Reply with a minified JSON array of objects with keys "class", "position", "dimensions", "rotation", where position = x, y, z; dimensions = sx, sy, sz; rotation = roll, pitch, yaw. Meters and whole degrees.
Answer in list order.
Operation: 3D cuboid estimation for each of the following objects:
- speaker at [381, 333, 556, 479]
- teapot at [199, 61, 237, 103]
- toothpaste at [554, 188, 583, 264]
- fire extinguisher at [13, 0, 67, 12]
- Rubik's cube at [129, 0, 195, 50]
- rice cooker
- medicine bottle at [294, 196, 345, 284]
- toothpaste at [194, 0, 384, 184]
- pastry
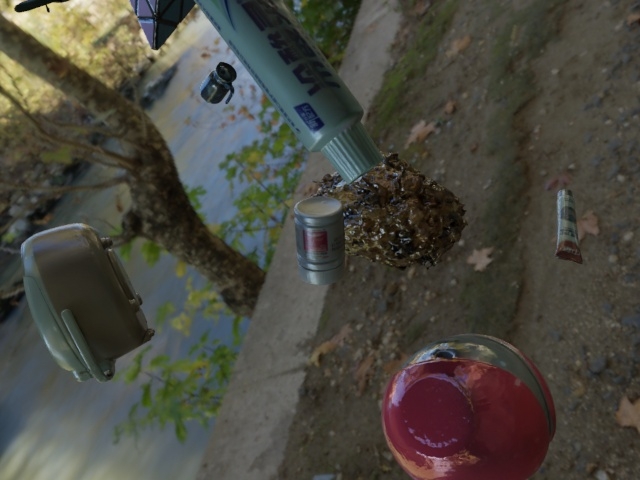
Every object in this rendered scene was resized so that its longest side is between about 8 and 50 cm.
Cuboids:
[{"class":"speaker","position":[0.255,0.295,1.170],"dimensions":[0.294,0.294,0.294],"rotation":[-34,30,23]},{"class":"teapot","position":[-0.194,-0.288,1.267],"dimensions":[0.083,0.049,0.064],"rotation":[-36,45,51]},{"class":"toothpaste","position":[0.551,-0.031,1.510],"dimensions":[0.239,0.062,0.039],"rotation":[-70,-4,-46]},{"class":"fire extinguisher","position":[-0.513,-0.556,1.325],"dimensions":[0.114,0.095,0.311],"rotation":[-1,56,2]},{"class":"Rubik's cube","position":[-0.308,-0.435,1.207],"dimensions":[0.190,0.211,0.178],"rotation":[16,103,20]},{"class":"rice cooker","position":[-0.300,0.077,0.863],"dimensions":[0.127,0.206,0.145],"rotation":[-29,6,-9]},{"class":"medicine bottle","position":[0.000,0.000,0.798],"dimensions":[0.058,0.091,0.058],"rotation":[-3,28,1]},{"class":"toothpaste","position":[-0.055,-0.168,0.472],"dimensions":[0.075,0.297,0.048],"rotation":[-36,0,-28]},{"class":"pastry","position":[0.115,-0.059,1.129],"dimensions":[0.275,0.275,0.193],"rotation":[1,70,55]}]
